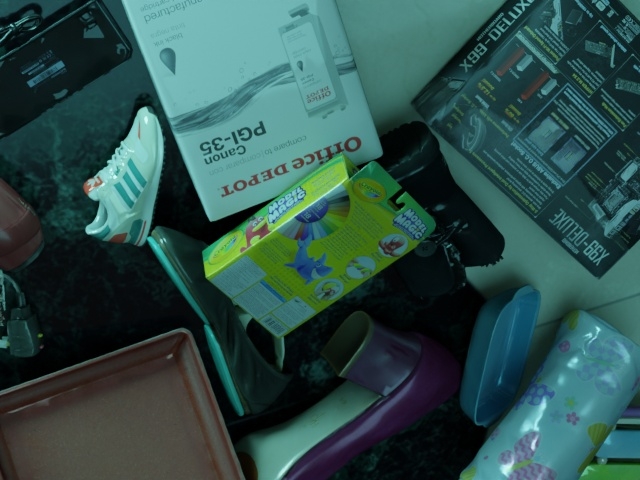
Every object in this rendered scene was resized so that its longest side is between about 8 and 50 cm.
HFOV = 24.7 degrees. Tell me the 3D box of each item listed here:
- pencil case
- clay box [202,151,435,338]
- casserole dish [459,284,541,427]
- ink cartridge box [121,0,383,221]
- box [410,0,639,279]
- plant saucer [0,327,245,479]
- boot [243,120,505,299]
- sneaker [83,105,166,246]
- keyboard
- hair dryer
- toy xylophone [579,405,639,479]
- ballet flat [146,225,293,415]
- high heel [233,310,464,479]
[{"bbox_3d":[0.279,0.215,1.748,0.273,0.124,0.113,-56,155,-7],"label":"pencil case"},{"bbox_3d":[0.000,0.000,1.553,0.222,0.053,0.127,-35,127,16],"label":"clay box"},{"bbox_3d":[0.211,0.134,1.756,0.114,0.037,0.188,-20,127,-51],"label":"casserole dish"},{"bbox_3d":[-0.074,-0.191,1.530,0.207,0.117,0.283,-21,116,-3],"label":"ink cartridge box"},{"bbox_3d":[0.295,-0.138,1.661,0.307,0.076,0.242,39,100,-24],"label":"box"},{"bbox_3d":[-0.228,0.261,1.656,0.259,0.048,0.258,-19,85,-17],"label":"plant saucer"},{"bbox_3d":[0.065,-0.003,1.655,0.246,0.094,0.207,-26,125,12],"label":"boot"},{"bbox_3d":[-0.215,-0.069,1.584,0.075,0.057,0.161,3,115,-20],"label":"sneaker"},{"bbox_3d":[-0.298,-0.191,1.533,0.180,0.023,0.108,-32,122,1],"label":"keyboard"},{"bbox_3d":[-0.408,0.013,1.563,0.224,0.080,0.293,-2,113,-11],"label":"hair dryer"},{"bbox_3d":[0.344,0.344,1.878,0.236,0.081,0.322,-5,114,-10],"label":"toy xylophone"},{"bbox_3d":[-0.104,0.077,1.662,0.096,0.095,0.280,-30,127,-10],"label":"ballet flat"},{"bbox_3d":[0.014,0.263,1.751,0.181,0.127,0.377,29,109,-32],"label":"high heel"}]
